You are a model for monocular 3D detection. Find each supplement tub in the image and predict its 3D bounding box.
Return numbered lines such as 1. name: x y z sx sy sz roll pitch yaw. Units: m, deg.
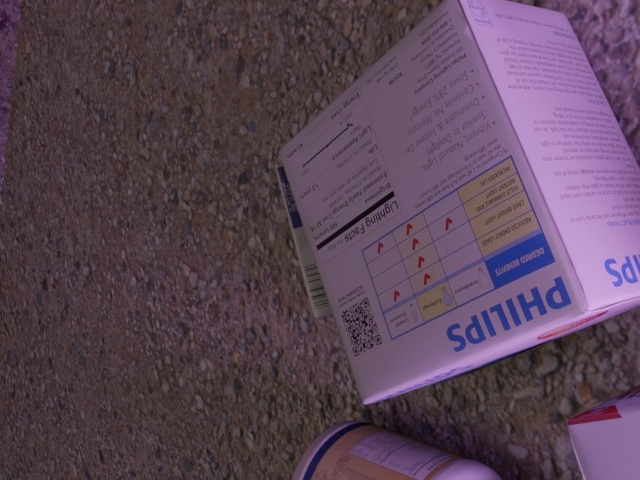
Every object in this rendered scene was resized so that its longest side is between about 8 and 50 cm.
1. supplement tub: 0.130 0.402 1.112 0.316 0.228 0.228 9 104 45

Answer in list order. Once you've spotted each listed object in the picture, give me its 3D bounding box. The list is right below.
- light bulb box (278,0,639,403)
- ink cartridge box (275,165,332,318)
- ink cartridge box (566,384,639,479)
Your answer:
1. light bulb box: 0.174 -0.036 0.950 0.358 0.225 0.360 -35 68 46
2. ink cartridge box: 0.000 0.000 1.183 0.045 0.224 0.223 -16 86 10
3. ink cartridge box: 0.381 0.223 0.847 0.128 0.176 0.127 -26 77 46
